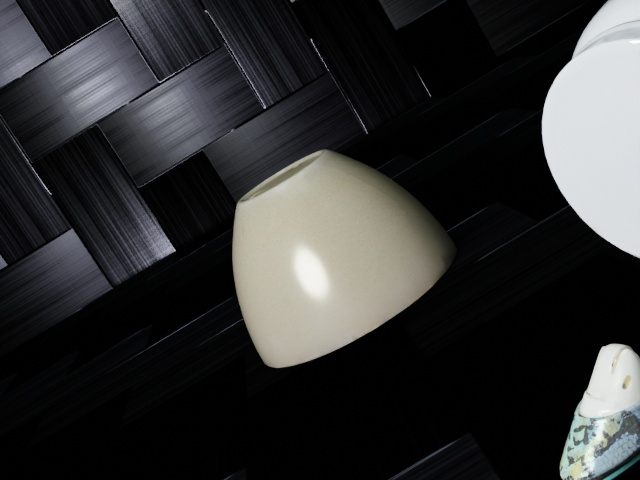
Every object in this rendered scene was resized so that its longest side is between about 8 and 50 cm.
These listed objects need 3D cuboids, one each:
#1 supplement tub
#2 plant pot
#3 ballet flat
[{"bbox_3d":[0.347,-0.139,0.838,0.316,0.228,0.228,-39,13,-34],"label":"supplement tub"},{"bbox_3d":[0.000,0.000,1.281,0.284,0.191,0.284,-30,11,7],"label":"plant pot"},{"bbox_3d":[0.214,0.079,0.654,0.188,0.070,0.070,-35,11,-17],"label":"ballet flat"}]
